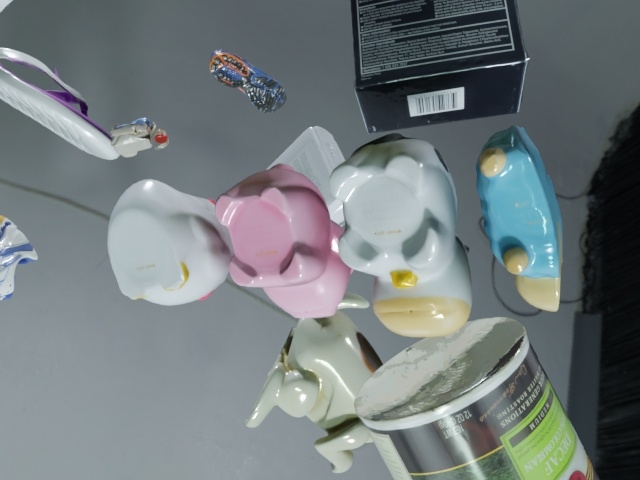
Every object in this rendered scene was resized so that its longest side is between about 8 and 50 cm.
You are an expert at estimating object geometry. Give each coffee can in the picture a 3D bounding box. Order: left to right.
[{"bbox_3d":[0.186,0.252,0.657,0.201,0.201,0.275,-32,96,-35],"label":"coffee can"}]

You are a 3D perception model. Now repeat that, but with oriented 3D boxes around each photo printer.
[{"bbox_3d":[-0.059,-0.092,1.492,0.107,0.307,0.256,19,39,-45],"label":"photo printer"}]

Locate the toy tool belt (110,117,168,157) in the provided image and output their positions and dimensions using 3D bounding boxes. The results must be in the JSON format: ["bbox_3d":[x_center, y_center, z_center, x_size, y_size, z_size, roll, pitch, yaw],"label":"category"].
[{"bbox_3d":[-0.270,-0.162,0.901,0.083,0.052,0.051,-15,64,3],"label":"toy tool belt"}]

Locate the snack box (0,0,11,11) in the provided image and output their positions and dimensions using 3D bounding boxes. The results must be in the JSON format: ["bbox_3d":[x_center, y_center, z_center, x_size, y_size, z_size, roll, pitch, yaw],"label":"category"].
[{"bbox_3d":[-0.369,-0.256,0.630,0.064,0.178,0.022,43,10,-47],"label":"snack box"}]

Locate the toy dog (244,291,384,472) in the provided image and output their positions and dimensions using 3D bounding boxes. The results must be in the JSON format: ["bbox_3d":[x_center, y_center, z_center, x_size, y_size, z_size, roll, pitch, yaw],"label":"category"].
[{"bbox_3d":[0.095,0.336,1.410,0.407,0.284,0.395,28,99,-1],"label":"toy dog"}]

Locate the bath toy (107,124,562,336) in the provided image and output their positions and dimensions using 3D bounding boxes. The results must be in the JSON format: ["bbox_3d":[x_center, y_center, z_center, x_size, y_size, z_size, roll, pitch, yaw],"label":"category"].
[{"bbox_3d":[0.000,0.000,0.474,0.129,0.348,0.151,-34,117,-63],"label":"bath toy"}]

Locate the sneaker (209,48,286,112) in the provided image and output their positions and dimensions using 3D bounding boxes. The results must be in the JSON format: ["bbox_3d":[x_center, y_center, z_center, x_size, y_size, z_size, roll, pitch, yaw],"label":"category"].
[{"bbox_3d":[-0.165,-0.378,1.410,0.221,0.083,0.087,31,23,-41],"label":"sneaker"}]

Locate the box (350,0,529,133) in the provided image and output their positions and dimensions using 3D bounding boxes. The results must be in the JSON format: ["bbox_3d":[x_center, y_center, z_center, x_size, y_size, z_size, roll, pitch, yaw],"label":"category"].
[{"bbox_3d":[0.213,-0.386,1.148,0.296,0.183,0.294,-6,70,11],"label":"box"}]

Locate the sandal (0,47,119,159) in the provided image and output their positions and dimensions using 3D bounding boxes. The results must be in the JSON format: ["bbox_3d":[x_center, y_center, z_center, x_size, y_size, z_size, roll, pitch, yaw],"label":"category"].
[{"bbox_3d":[-0.534,-0.292,1.115,0.416,0.169,0.102,32,80,5],"label":"sandal"}]

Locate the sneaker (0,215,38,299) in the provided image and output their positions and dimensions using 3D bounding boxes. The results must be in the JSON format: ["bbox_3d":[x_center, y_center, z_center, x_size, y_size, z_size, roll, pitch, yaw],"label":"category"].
[{"bbox_3d":[-0.661,0.089,1.170,0.131,0.111,0.296,53,44,-30],"label":"sneaker"}]
